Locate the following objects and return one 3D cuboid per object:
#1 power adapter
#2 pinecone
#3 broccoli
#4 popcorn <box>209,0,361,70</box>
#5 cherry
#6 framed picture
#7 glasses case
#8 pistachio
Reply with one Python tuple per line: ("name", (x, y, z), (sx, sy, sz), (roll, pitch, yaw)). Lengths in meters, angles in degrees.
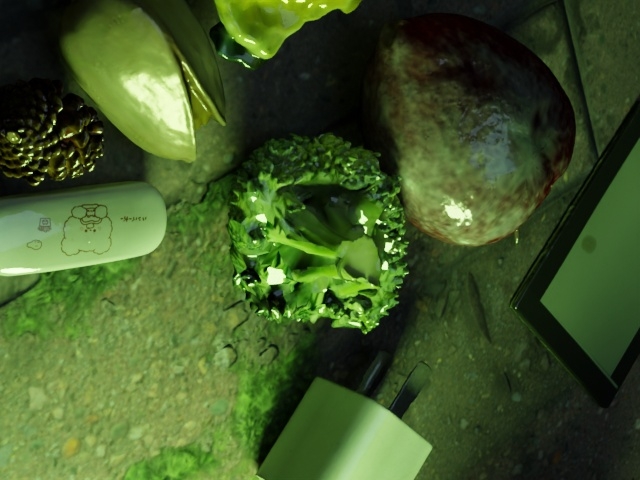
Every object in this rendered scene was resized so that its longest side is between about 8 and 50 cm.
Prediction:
("power adapter", (0.045, 0.215, 1.416), (0.125, 0.130, 0.205), (42, 75, -35))
("pinecone", (-0.247, -0.093, 1.156), (0.109, 0.102, 0.102), (33, 79, -48))
("broccoli", (-0.001, 0.000, 1.311), (0.198, 0.176, 0.226), (-26, 92, -12))
("popcorn", (-0.003, -0.350, 1.170), (0.293, 0.237, 0.293), (7, 75, -28))
("cherry", (0.153, -0.124, 1.383), (0.230, 0.203, 0.300), (-46, 115, -13))
("framed picture", (0.410, 0.023, 1.727), (0.265, 0.016, 0.347), (44, 73, -34))
("glasses case", (-0.234, -0.013, 1.206), (0.193, 0.049, 0.074), (-9, 105, -35))
("pistachio", (-0.157, -0.164, 1.185), (0.129, 0.131, 0.206), (-45, 129, -12))
